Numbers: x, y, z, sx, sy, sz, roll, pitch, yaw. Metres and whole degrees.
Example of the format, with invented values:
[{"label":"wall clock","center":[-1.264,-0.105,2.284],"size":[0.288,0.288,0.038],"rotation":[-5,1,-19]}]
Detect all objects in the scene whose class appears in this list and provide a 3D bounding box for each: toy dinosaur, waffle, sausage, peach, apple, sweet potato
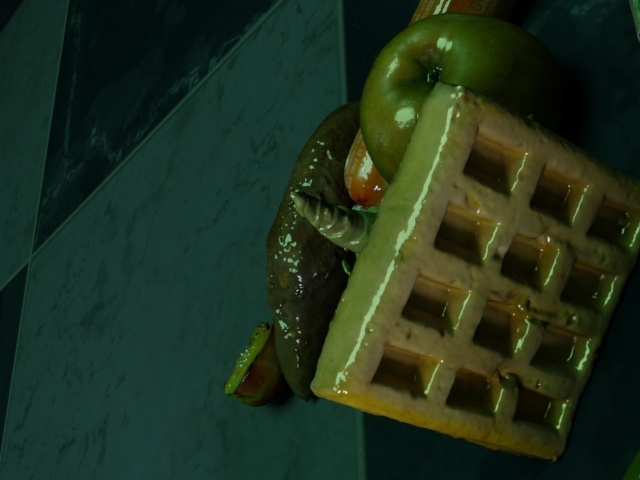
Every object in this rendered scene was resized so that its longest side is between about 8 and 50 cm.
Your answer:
[{"label":"toy dinosaur","center":[0.068,0.005,0.900],"size":[0.153,0.259,0.094],"rotation":[-2,70,27]},{"label":"waffle","center":[0.130,0.033,0.782],"size":[0.055,0.221,0.248],"rotation":[25,94,59]},{"label":"sausage","center":[0.106,-0.151,1.055],"size":[0.312,0.093,0.093],"rotation":[-64,32,8]},{"label":"peach","center":[-0.064,0.144,1.170],"size":[0.098,0.061,0.098],"rotation":[-54,11,16]},{"label":"apple","center":[0.121,-0.117,0.925],"size":[0.182,0.155,0.183],"rotation":[-17,57,28]},{"label":"sweet potato","center":[-0.002,-0.003,1.114],"size":[0.092,0.114,0.342],"rotation":[5,77,39]}]

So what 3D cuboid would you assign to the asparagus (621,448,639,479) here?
[{"label":"asparagus","center":[0.241,0.148,0.693],"size":[0.067,0.060,0.278],"rotation":[29,98,29]}]

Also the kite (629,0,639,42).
[{"label":"kite","center":[0.323,-0.328,0.901],"size":[0.323,0.013,0.268],"rotation":[-64,31,9]}]
